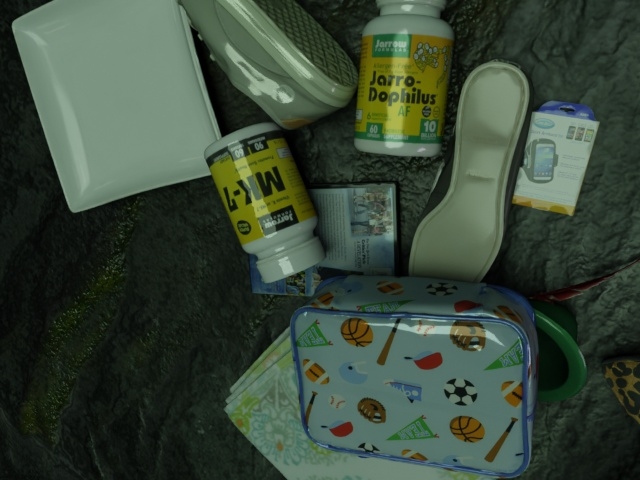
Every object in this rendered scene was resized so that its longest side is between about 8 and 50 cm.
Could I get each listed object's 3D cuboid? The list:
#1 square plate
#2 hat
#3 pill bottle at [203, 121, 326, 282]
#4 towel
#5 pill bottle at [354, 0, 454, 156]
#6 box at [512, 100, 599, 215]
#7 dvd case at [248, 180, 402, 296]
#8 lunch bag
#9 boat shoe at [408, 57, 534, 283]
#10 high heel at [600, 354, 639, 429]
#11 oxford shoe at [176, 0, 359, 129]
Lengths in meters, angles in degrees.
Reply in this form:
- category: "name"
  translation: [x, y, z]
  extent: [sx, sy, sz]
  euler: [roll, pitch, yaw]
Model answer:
- category: "square plate"
  translation: [-0.332, -0.247, 0.872]
  extent: [0.347, 0.049, 0.344]
  euler: [-11, 98, 23]
- category: "hat"
  translation: [0.310, 0.096, 0.717]
  extent: [0.208, 0.183, 0.173]
  euler: [15, 134, 39]
- category: "pill bottle"
  translation: [-0.075, -0.053, 0.755]
  extent: [0.119, 0.119, 0.208]
  euler: [-22, 93, 24]
- category: "towel"
  translation: [0.059, 0.283, 0.819]
  extent: [0.374, 0.090, 0.320]
  euler: [44, 116, 5]
- category: "pill bottle"
  translation: [0.108, -0.217, 0.670]
  extent: [0.117, 0.117, 0.208]
  euler: [9, 105, 19]
- category: "box"
  translation: [0.299, -0.107, 0.671]
  extent: [0.081, 0.028, 0.136]
  euler: [15, 104, 18]
- category: "dvd case"
  translation: [0.000, 0.000, 0.814]
  extent: [0.253, 0.022, 0.180]
  euler: [1, 101, 21]
- category: "lunch bag"
  translation: [0.108, 0.170, 0.654]
  extent: [0.303, 0.115, 0.243]
  euler: [1, 111, 23]
- category: "boat shoe"
  translation: [0.203, -0.065, 0.693]
  extent: [0.112, 0.095, 0.335]
  euler: [19, 113, 19]
- category: "high heel"
  translation: [0.445, 0.278, 0.690]
  extent: [0.186, 0.093, 0.261]
  euler: [24, 124, 38]
- category: "oxford shoe"
  translation: [-0.135, -0.328, 0.724]
  extent: [0.449, 0.169, 0.130]
  euler: [49, 129, 3]
